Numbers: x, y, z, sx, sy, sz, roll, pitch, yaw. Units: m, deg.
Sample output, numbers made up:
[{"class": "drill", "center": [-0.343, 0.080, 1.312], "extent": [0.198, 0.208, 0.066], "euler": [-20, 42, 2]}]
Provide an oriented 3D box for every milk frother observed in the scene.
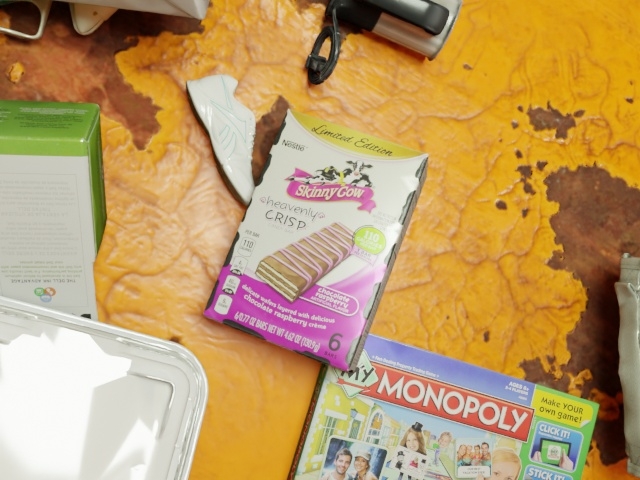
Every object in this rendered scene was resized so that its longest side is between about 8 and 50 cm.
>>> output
[{"class": "milk frother", "center": [0.067, -0.230, 0.734], "extent": [0.134, 0.129, 0.143], "euler": [21, 126, -8]}]

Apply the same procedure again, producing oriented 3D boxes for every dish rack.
[{"class": "dish rack", "center": [-0.255, 0.221, 0.565], "extent": [0.285, 0.072, 0.333], "euler": [18, 68, -17]}]

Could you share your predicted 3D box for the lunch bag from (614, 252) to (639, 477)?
[{"class": "lunch bag", "center": [0.449, 0.133, 0.733], "extent": [0.287, 0.169, 0.235], "euler": [1, 86, -15]}]

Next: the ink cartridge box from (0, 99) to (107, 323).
[{"class": "ink cartridge box", "center": [-0.312, -0.001, 0.650], "extent": [0.188, 0.097, 0.255], "euler": [1, 120, -10]}]

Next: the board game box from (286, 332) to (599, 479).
[{"class": "board game box", "center": [0.135, 0.238, 0.731], "extent": [0.317, 0.046, 0.214], "euler": [18, 84, -8]}]

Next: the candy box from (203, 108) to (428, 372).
[{"class": "candy box", "center": [0.000, 0.000, 0.684], "extent": [0.159, 0.071, 0.233], "euler": [19, 80, 10]}]

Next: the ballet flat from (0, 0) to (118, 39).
[{"class": "ballet flat", "center": [-0.277, -0.254, 0.681], "extent": [0.247, 0.083, 0.087], "euler": [-6, 111, -10]}]

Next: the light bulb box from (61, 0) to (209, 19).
[{"class": "light bulb box", "center": [-0.248, -0.418, 0.549], "extent": [0.357, 0.225, 0.361], "euler": [9, 74, 4]}]

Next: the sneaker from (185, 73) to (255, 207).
[{"class": "sneaker", "center": [-0.092, -0.110, 0.709], "extent": [0.061, 0.053, 0.152], "euler": [-22, 90, -14]}]
